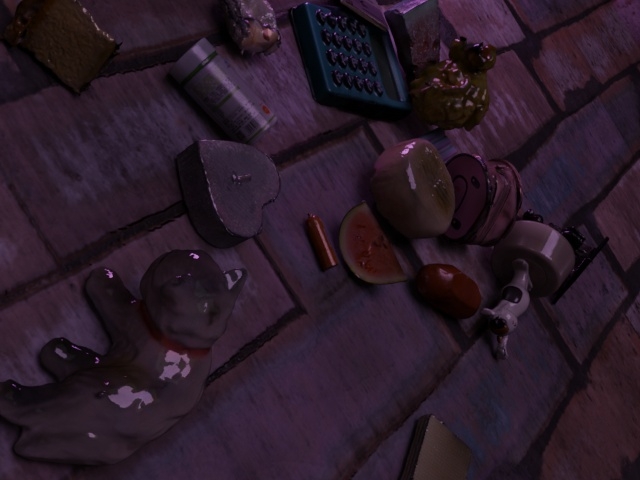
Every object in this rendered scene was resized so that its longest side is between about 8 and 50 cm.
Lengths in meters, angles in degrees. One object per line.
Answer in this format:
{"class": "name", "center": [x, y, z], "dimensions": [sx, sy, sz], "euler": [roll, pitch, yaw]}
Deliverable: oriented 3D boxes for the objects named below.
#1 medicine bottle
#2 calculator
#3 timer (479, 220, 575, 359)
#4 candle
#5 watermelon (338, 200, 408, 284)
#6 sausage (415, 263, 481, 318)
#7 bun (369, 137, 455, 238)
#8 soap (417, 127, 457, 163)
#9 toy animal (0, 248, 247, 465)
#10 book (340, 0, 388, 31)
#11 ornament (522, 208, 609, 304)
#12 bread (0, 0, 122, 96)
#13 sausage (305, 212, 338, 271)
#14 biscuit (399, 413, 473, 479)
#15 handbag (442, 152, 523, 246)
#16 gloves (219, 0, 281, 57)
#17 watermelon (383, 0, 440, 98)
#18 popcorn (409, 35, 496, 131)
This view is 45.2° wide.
{"class": "medicine bottle", "center": [-0.162, -0.244, 1.296], "dimensions": [0.183, 0.086, 0.086], "euler": [47, 43, -13]}
{"class": "calculator", "center": [0.071, -0.384, 1.623], "dimensions": [0.274, 0.058, 0.248], "euler": [5, 63, -41]}
{"class": "timer", "center": [0.407, 0.107, 1.604], "dimensions": [0.175, 0.175, 0.266], "euler": [46, 54, -14]}
{"class": "candle", "center": [-0.152, -0.090, 1.229], "dimensions": [0.168, 0.068, 0.192], "euler": [46, 41, -19]}
{"class": "watermelon", "center": [0.087, 0.016, 1.401], "dimensions": [0.163, 0.087, 0.069], "euler": [63, 11, 3]}
{"class": "sausage", "center": [0.256, 0.099, 1.500], "dimensions": [0.179, 0.089, 0.089], "euler": [29, 49, -41]}
{"class": "bun", "center": [0.177, -0.094, 1.510], "dimensions": [0.193, 0.128, 0.178], "euler": [58, 41, -18]}
{"class": "soap", "center": [0.237, -0.178, 1.662], "dimensions": [0.100, 0.056, 0.149], "euler": [56, 41, 2]}
{"class": "toy animal", "center": [-0.228, 0.134, 0.951], "dimensions": [0.308, 0.188, 0.266], "euler": [3, 74, -47]}
{"class": "book", "center": [0.083, -0.536, 1.706], "dimensions": [0.127, 0.014, 0.182], "euler": [24, 32, -27]}
{"class": "ornament", "center": [0.556, 0.012, 1.850], "dimensions": [0.196, 0.153, 0.166], "euler": [42, 38, 17]}
{"class": "bread", "center": [-0.366, -0.315, 1.138], "dimensions": [0.147, 0.127, 0.152], "euler": [42, 27, -18]}
{"class": "sausage", "center": [0.000, 0.000, 1.351], "dimensions": [0.031, 0.031, 0.107], "euler": [-9, 73, -46]}
{"class": "biscuit", "center": [0.189, 0.404, 1.289], "dimensions": [0.121, 0.040, 0.199], "euler": [45, 45, -18]}
{"class": "handbag", "center": [0.319, -0.082, 1.588], "dimensions": [0.116, 0.205, 0.179], "euler": [2, 35, -32]}
{"class": "gloves", "center": [-0.138, -0.412, 1.430], "dimensions": [0.114, 0.070, 0.153], "euler": [0, 61, -35]}
{"class": "watermelon", "center": [0.209, -0.417, 1.723], "dimensions": [0.094, 0.154, 0.241], "euler": [-23, 110, -19]}
{"class": "popcorn", "center": [0.285, -0.334, 1.653], "dimensions": [0.173, 0.168, 0.195], "euler": [24, 78, -67]}
